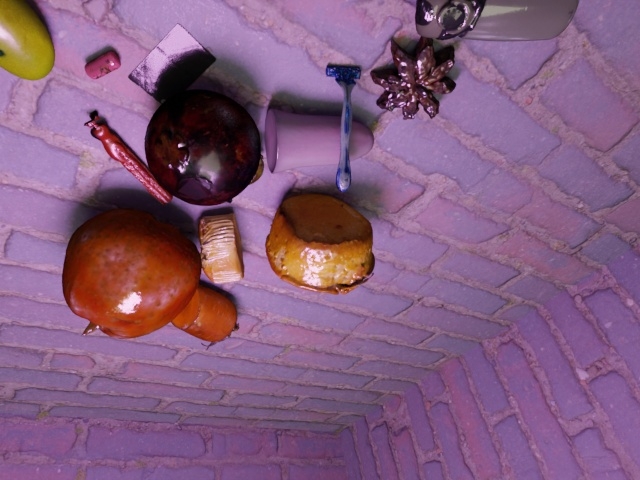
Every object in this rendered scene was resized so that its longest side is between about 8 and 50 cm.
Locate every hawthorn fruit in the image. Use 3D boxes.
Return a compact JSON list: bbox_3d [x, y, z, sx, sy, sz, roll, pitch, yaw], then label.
[{"bbox_3d":[-0.582,0.115,1.269,0.404,0.402,0.402,-7,139,-6],"label":"hawthorn fruit"}]

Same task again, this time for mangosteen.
[{"bbox_3d":[-0.282,-0.229,1.069,0.312,0.310,0.311,-7,139,-6],"label":"mangosteen"}]

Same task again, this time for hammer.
[{"bbox_3d":[-0.506,-0.407,0.982,0.084,0.043,0.043,-23,138,10],"label":"hammer"}]

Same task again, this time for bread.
[{"bbox_3d":[0.002,0.002,1.327,0.337,0.358,0.204,-13,132,-22],"label":"bread"},{"bbox_3d":[-0.332,0.032,1.413,0.133,0.178,0.250,-5,138,-3],"label":"bread"}]

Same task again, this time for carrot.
[{"bbox_3d":[-0.439,0.303,1.671,0.193,0.214,0.331,-30,139,21],"label":"carrot"}]

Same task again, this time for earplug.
[{"bbox_3d":[0.009,-0.276,1.171,0.302,0.172,0.172,-4,139,-16],"label":"earplug"}]

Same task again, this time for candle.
[{"bbox_3d":[-0.531,-0.214,1.186,0.051,0.048,0.329,-27,138,4],"label":"candle"}]

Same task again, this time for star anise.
[{"bbox_3d":[0.259,-0.414,1.112,0.236,0.108,0.223,15,128,-25],"label":"star anise"}]

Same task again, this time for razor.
[{"bbox_3d":[0.062,-0.288,1.085,0.094,0.056,0.323,0,93,-11],"label":"razor"}]

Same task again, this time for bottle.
[{"bbox_3d":[0.382,-0.536,0.956,0.348,0.168,0.168,-5,138,-4],"label":"bottle"}]

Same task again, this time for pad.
[{"bbox_3d":[-0.361,-0.419,1.028,0.193,0.004,0.116,-33,135,23],"label":"pad"}]

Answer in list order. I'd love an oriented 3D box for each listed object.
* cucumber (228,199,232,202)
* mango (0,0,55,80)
[{"bbox_3d":[-0.306,-0.161,1.312,0.032,0.032,0.133,-15,140,3],"label":"cucumber"},{"bbox_3d":[-0.669,-0.442,0.834,0.176,0.142,0.293,-23,147,15],"label":"mango"}]
